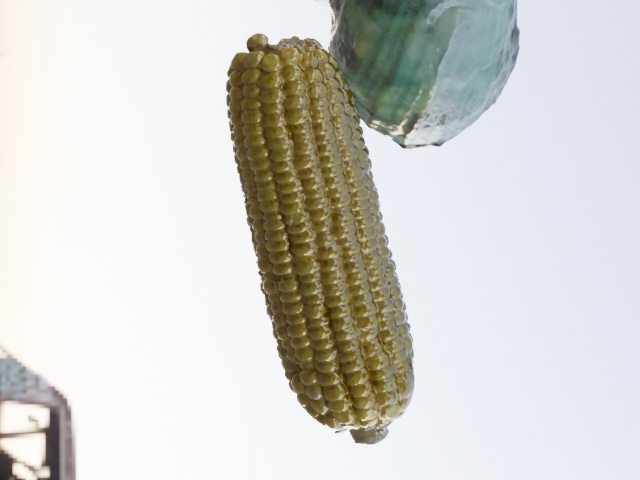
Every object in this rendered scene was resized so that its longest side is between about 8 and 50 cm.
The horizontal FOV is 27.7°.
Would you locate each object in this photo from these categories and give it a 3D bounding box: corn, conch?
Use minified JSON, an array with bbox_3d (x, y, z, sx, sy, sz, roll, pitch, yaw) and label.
[{"bbox_3d":[0.000,0.000,0.726,0.080,0.080,0.238,-172,-113,-72],"label":"corn"},{"bbox_3d":[0.048,-0.171,0.816,0.188,0.122,0.176,48,-67,26],"label":"conch"}]
